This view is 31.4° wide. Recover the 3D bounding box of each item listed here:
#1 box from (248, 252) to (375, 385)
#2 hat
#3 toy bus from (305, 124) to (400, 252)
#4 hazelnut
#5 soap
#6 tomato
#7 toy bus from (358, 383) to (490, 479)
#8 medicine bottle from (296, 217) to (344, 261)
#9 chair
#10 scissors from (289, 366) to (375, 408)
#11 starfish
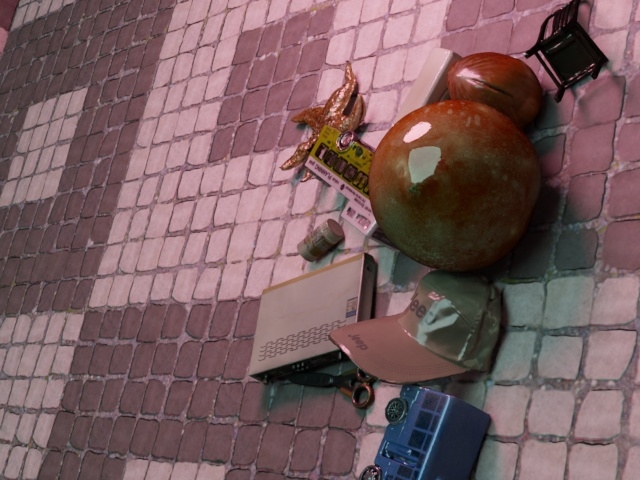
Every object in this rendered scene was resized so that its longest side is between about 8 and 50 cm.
[{"bbox_3d":[-0.014,0.146,2.055,0.270,0.045,0.210,-23,49,39],"label":"box"},{"bbox_3d":[0.150,0.119,1.770,0.214,0.245,0.149,37,118,51],"label":"hat"},{"bbox_3d":[0.083,-0.102,2.047,0.139,0.113,0.302,-58,36,7],"label":"toy bus"},{"bbox_3d":[0.283,-0.249,1.871,0.150,0.150,0.150,-27,51,37],"label":"hazelnut"},{"bbox_3d":[0.206,-0.226,1.964,0.064,0.121,0.183,31,94,53],"label":"soap"},{"bbox_3d":[0.200,-0.084,1.765,0.270,0.223,0.270,-1,88,32],"label":"tomato"},{"bbox_3d":[0.151,0.341,1.701,0.134,0.116,0.234,11,75,48],"label":"toy bus"},{"bbox_3d":[0.000,0.000,2.128,0.083,0.047,0.047,-39,44,28],"label":"medicine bottle"},{"bbox_3d":[0.404,-0.314,1.837,0.084,0.101,0.212,-32,10,32],"label":"chair"},{"bbox_3d":[0.019,0.245,1.988,0.220,0.017,0.088,-4,70,48],"label":"scissors"},{"bbox_3d":[0.001,-0.225,2.247,0.236,0.062,0.277,-5,63,50],"label":"starfish"}]
